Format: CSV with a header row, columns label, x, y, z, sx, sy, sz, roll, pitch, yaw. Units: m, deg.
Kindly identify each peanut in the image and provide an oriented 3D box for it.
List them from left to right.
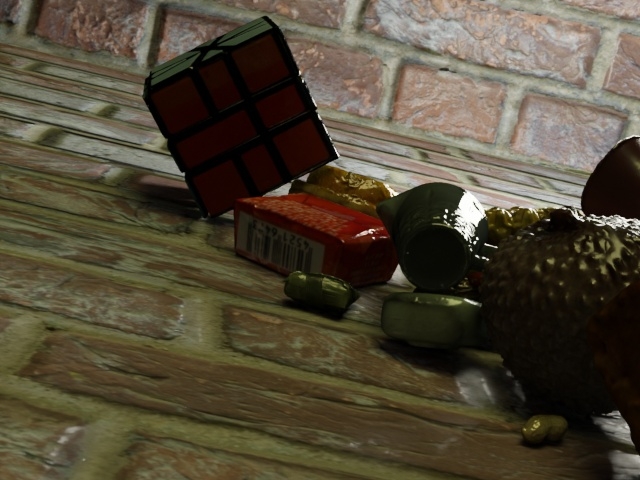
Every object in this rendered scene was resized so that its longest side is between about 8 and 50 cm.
label,x,y,z,sx,sy,sz,roll,pitch,yaw
peanut,0.279,0.235,1.423,0.083,0.037,0.037,-4,21,-38

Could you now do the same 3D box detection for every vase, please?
label,x,y,z,sx,sy,sz,roll,pitch,yaw
vase,0.191,0.006,1.738,0.251,0.156,0.301,20,11,5

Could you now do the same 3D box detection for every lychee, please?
label,x,y,z,sx,sy,sz,roll,pitch,yaw
lychee,0.362,0.090,1.554,0.300,0.300,0.300,13,14,-3

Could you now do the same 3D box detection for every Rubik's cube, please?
label,x,y,z,sx,sy,sz,roll,pitch,yaw
Rubik's cube,-0.158,-0.243,2.183,0.293,0.283,0.288,-24,18,-2

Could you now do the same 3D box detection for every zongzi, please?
label,x,y,z,sx,sy,sz,roll,pitch,yaw
zongzi,0.001,0.078,1.763,0.109,0.055,0.119,14,2,11

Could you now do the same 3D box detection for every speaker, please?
label,x,y,z,sx,sy,sz,roll,pitch,yaw
speaker,0.721,-0.051,2.256,0.329,0.198,0.259,37,28,29

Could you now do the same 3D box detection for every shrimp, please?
label,x,y,z,sx,sy,sz,roll,pitch,yaw
shrimp,0.298,0.084,1.880,0.287,0.063,0.152,3,-22,-20

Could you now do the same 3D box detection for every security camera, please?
label,x,y,z,sx,sy,sz,roll,pitch,yaw
security camera,0.200,0.123,1.716,0.157,0.080,0.301,3,-3,25

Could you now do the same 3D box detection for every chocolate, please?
label,x,y,z,sx,sy,sz,roll,pitch,yaw
chocolate,0.000,0.000,1.950,0.237,0.108,0.235,20,16,30

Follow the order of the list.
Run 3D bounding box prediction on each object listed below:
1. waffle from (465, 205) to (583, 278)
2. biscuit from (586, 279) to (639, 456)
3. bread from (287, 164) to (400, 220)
label,x,y,z,sx,sy,sz,roll,pitch,yaw
waffle,0.346,0.006,2.093,0.261,0.151,0.324,-1,0,29
biscuit,0.513,0.202,1.258,0.342,0.166,0.395,9,38,-22
bread,0.054,-0.063,2.171,0.236,0.120,0.198,19,-3,12
